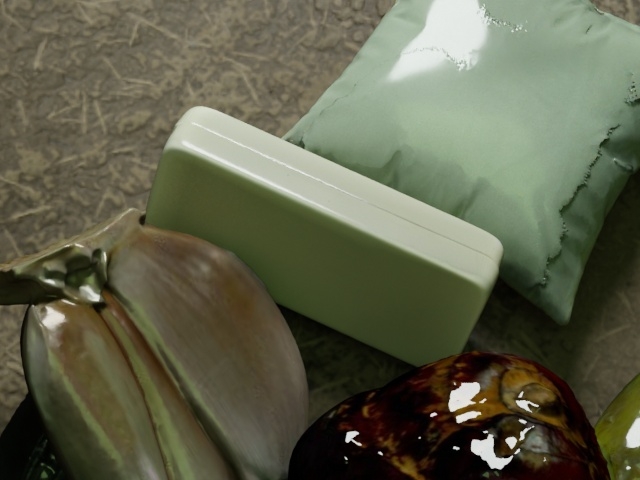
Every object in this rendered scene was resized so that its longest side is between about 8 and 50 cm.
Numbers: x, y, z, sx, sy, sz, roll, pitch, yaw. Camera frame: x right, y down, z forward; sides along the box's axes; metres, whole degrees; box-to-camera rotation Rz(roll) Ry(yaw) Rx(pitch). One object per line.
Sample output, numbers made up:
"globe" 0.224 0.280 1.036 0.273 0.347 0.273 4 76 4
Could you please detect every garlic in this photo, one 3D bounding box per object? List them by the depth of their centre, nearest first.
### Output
"garlic" -0.131 0.118 1.534 0.279 0.132 0.325 -36 98 -44

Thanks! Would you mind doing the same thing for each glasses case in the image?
"glasses case" 0.000 0.000 1.621 0.313 0.131 0.070 24 43 4

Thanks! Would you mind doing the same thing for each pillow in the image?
"pillow" 0.166 -0.121 1.684 0.310 0.119 0.312 33 73 3

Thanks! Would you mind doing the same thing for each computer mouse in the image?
"computer mouse" -0.217 0.167 1.593 0.106 0.062 0.192 28 70 3

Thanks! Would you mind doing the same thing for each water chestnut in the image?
"water chestnut" 0.115 0.232 1.495 0.289 0.244 0.289 -17 41 16

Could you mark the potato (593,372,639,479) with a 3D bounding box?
"potato" 0.298 0.229 1.566 0.176 0.141 0.298 26 71 -7
